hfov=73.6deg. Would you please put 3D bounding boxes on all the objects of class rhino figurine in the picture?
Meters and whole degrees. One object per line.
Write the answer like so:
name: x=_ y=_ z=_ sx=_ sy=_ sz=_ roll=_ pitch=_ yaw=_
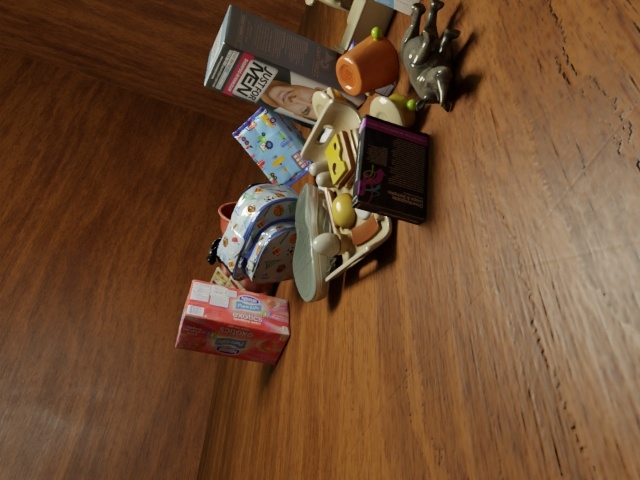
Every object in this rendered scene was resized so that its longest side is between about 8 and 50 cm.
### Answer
rhino figurine: x=0.177 y=-0.286 z=0.687 sx=0.106 sy=0.073 sz=0.243 roll=102 pitch=170 yaw=-50

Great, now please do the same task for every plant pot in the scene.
plant pot: x=-0.241 y=0.030 z=1.534 sx=0.272 sy=0.272 sz=0.265 roll=-112 pitch=32 yaw=-65

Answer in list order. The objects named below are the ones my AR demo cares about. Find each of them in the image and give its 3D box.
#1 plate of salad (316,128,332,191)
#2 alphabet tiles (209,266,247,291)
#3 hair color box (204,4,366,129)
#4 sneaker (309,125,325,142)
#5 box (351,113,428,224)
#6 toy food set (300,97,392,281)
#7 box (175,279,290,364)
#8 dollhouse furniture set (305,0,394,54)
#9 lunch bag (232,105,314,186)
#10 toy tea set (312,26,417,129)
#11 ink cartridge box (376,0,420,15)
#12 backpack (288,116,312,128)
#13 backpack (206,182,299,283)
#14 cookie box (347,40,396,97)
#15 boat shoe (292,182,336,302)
plate of salad: x=0.026 y=-0.225 z=1.195 sx=0.200 sy=0.048 sz=0.199 roll=-176 pitch=90 yaw=-76
alphabet tiles: x=-0.291 y=0.236 z=1.523 sx=0.011 sy=0.285 sz=0.342 roll=-39 pitch=-3 yaw=-30
hair color box: x=-0.086 y=-0.424 z=1.102 sx=0.185 sy=0.375 sz=0.113 roll=-24 pitch=58 yaw=59
sneaker: x=-0.008 y=-0.455 z=1.380 sx=0.106 sy=0.123 sz=0.290 roll=-118 pitch=44 yaw=-64
box: x=0.112 y=-0.113 z=0.677 sx=0.029 sy=0.116 sz=0.162 roll=132 pitch=149 yaw=-62
toy food set: x=0.026 y=-0.091 z=0.851 sx=0.220 sy=0.092 sz=0.306 roll=132 pitch=128 yaw=-63
box: x=-0.254 y=0.242 z=1.262 sx=0.154 sy=0.300 sz=0.142 roll=-99 pitch=29 yaw=-54
dollhouse furniture set: x=0.060 y=-0.584 z=1.116 sx=0.242 sy=0.212 sz=0.161 roll=46 pitch=122 yaw=40
lunch bag: x=-0.105 y=-0.311 z=1.332 sx=0.138 sy=0.221 sz=0.293 roll=-33 pitch=13 yaw=25
toy tea set: x=0.094 y=-0.273 z=0.890 sx=0.124 sy=0.200 sz=0.336 roll=-34 pitch=5 yaw=-21
ink cartridge box: x=0.184 y=-0.564 z=0.877 sx=0.143 sy=0.092 sz=0.089 roll=132 pitch=148 yaw=-59
backpack: x=-0.061 y=-0.479 z=1.577 sx=0.098 sy=0.120 sz=0.101 roll=124 pitch=155 yaw=-51
backpack: x=-0.137 y=-0.019 z=1.183 sx=0.213 sy=0.277 sz=0.263 roll=33 pitch=116 yaw=35
cookie box: x=0.110 y=-0.372 z=0.929 sx=0.040 sy=0.107 sz=0.091 roll=131 pitch=149 yaw=-53
boat shoe: x=-0.001 y=0.000 z=1.016 sx=0.118 sy=0.103 sz=0.320 roll=122 pitch=153 yaw=-45
